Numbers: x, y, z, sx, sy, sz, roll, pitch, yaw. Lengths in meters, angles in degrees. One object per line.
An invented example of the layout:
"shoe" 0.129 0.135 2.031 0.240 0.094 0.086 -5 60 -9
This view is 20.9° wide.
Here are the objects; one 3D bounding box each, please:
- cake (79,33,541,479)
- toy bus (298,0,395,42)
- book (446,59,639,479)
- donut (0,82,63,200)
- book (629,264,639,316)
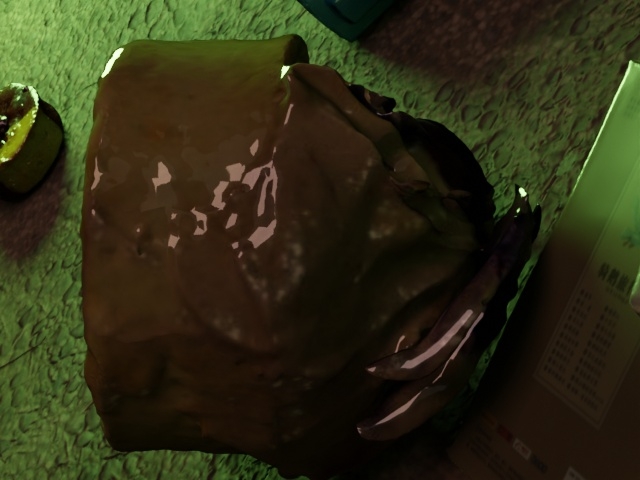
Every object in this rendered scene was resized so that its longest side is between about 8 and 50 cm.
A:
"cake" 0.000 0.006 1.282 0.321 0.332 0.332 2 56 5
"toy bus" 0.047 -0.271 1.565 0.184 0.090 0.106 -44 40 13
"book" 0.194 0.047 1.122 0.310 0.021 0.217 -65 25 8
"donut" -0.335 -0.103 1.869 0.140 0.059 0.140 -29 43 30
"book" 0.329 -0.117 0.956 0.260 0.043 0.371 -2 60 50
